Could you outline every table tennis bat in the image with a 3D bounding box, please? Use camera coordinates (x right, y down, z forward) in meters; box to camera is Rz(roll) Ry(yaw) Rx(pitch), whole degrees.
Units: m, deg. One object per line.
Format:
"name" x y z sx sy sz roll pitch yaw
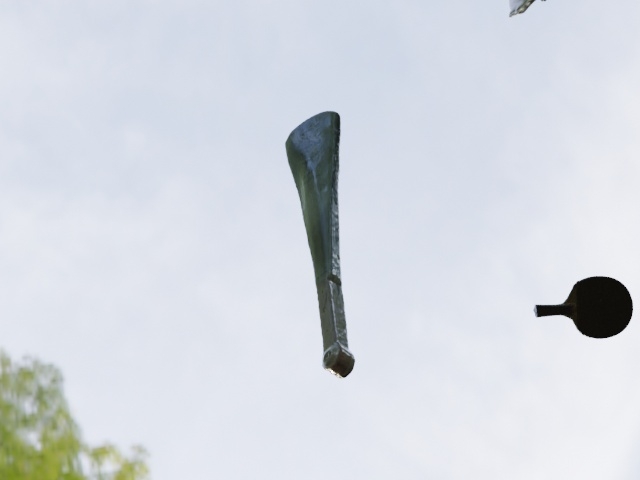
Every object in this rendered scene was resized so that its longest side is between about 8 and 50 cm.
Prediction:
"table tennis bat" 0.207 0.053 1.320 0.083 0.007 0.050 -3 -91 -15

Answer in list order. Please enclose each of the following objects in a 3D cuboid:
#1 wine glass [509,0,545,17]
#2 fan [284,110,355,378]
"wine glass" 0.045 -0.219 1.066 0.222 0.103 0.103 17 -69 -8
"fan" 0.000 0.000 1.323 0.057 0.282 0.023 -28 -49 23
